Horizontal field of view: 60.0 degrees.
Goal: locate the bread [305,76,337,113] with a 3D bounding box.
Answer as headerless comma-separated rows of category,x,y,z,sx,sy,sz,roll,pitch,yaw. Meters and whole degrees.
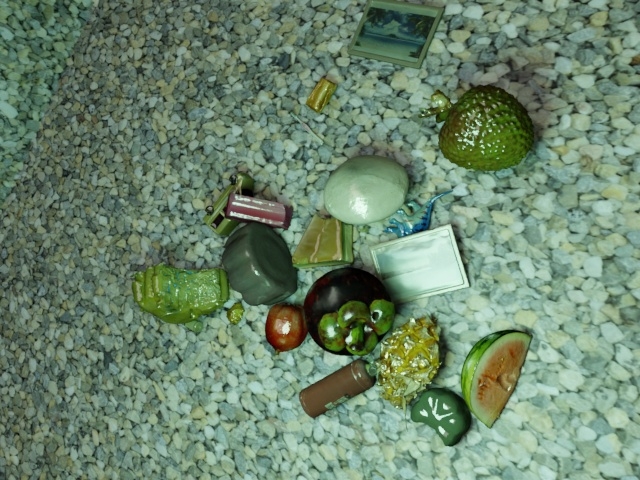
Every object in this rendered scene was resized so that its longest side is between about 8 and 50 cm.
bread,0.003,-0.554,2.114,0.074,0.053,0.132,37,98,34

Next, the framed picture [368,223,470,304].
framed picture,0.315,0.084,1.797,0.289,0.016,0.213,-17,88,25

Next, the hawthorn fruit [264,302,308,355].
hawthorn fruit,-0.121,0.311,1.948,0.169,0.169,0.187,13,91,30

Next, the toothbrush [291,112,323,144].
toothbrush,-0.051,-0.433,2.139,0.017,0.022,0.204,-49,64,15

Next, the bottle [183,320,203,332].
bottle,-0.519,0.332,2.227,0.101,0.047,0.063,16,80,35

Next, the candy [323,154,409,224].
candy,0.149,-0.175,1.843,0.296,0.185,0.295,-13,46,14

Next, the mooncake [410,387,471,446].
mooncake,0.357,0.531,1.666,0.175,0.104,0.168,-5,83,32

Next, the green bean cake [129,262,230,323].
green bean cake,-0.522,0.202,2.101,0.285,0.310,0.201,-18,70,27

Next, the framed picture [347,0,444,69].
framed picture,0.270,-0.762,2.025,0.315,0.024,0.231,23,93,32

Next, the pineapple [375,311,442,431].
pineapple,0.258,0.372,1.676,0.334,0.161,0.158,-61,19,-1

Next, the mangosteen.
mangosteen,0.088,0.233,1.763,0.312,0.311,0.310,-6,77,28

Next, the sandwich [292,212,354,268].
sandwich,0.000,0.000,1.970,0.220,0.108,0.185,-9,75,30

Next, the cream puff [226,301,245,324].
cream puff,-0.328,0.277,2.122,0.083,0.058,0.083,-37,62,19

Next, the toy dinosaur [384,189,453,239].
toy dinosaur,0.294,-0.054,1.837,0.144,0.076,0.329,32,100,20

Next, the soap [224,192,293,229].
soap,-0.225,-0.110,2.066,0.250,0.162,0.099,11,84,-11

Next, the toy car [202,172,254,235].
toy car,-0.346,-0.142,2.196,0.124,0.101,0.256,46,104,19

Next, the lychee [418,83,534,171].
lychee,0.482,-0.340,1.685,0.320,0.270,0.269,43,101,37

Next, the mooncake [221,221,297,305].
mooncake,-0.215,0.090,1.976,0.154,0.306,0.305,-33,66,26

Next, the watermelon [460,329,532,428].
watermelon,0.481,0.382,1.645,0.303,0.159,0.128,-67,21,0

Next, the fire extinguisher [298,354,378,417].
fire extinguisher,0.101,0.483,1.825,0.337,0.106,0.147,-33,97,20
